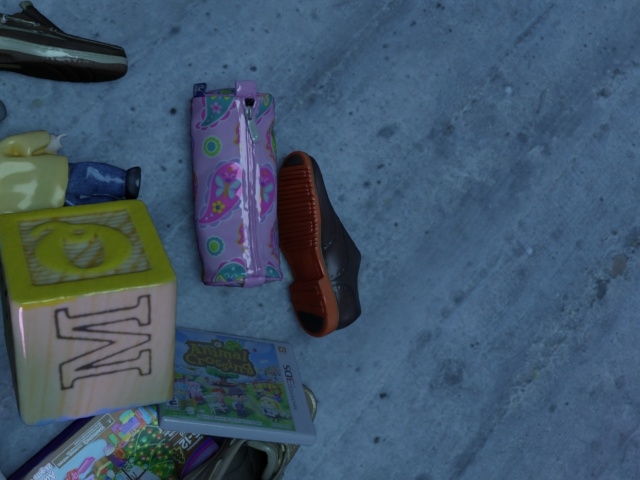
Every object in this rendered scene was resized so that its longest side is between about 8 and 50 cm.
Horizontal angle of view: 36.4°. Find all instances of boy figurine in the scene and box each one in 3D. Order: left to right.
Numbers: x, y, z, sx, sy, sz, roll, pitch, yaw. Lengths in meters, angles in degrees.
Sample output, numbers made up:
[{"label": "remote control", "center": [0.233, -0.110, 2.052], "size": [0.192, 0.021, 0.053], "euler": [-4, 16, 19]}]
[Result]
[{"label": "boy figurine", "center": [-0.383, -0.058, 1.273], "size": [0.285, 0.092, 0.177], "euler": [5, 88, -20]}]

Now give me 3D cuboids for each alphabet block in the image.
[{"label": "alphabet block", "center": [-0.294, 0.086, 1.216], "size": [0.194, 0.192, 0.197], "euler": [-9, 128, -22]}]

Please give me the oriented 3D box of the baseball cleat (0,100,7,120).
[{"label": "baseball cleat", "center": [-0.502, -0.194, 1.225], "size": [0.206, 0.072, 0.109], "euler": [0, 121, -21]}]

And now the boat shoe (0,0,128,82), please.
[{"label": "boat shoe", "center": [-0.381, -0.270, 1.275], "size": [0.258, 0.095, 0.095], "euler": [4, 83, -21]}]

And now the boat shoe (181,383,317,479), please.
[{"label": "boat shoe", "center": [-0.085, 0.295, 1.332], "size": [0.302, 0.098, 0.109], "euler": [-40, 103, -44]}]

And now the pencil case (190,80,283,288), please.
[{"label": "pencil case", "center": [-0.116, -0.076, 1.360], "size": [0.124, 0.124, 0.284], "euler": [-2, 91, -21]}]

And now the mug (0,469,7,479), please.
[{"label": "mug", "center": [-0.544, 0.323, 1.089], "size": [0.328, 0.276, 0.374], "euler": [-35, 113, -13]}]

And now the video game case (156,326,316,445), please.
[{"label": "video game case", "center": [-0.123, 0.195, 1.330], "size": [0.213, 0.193, 0.023], "euler": [11, 121, -20]}]

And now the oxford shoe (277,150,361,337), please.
[{"label": "oxford shoe", "center": [0.000, 0.000, 1.432], "size": [0.098, 0.097, 0.271], "euler": [-14, 100, -40]}]

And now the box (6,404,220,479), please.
[{"label": "box", "center": [-0.285, 0.337, 1.326], "size": [0.293, 0.057, 0.201], "euler": [-41, 105, -17]}]
